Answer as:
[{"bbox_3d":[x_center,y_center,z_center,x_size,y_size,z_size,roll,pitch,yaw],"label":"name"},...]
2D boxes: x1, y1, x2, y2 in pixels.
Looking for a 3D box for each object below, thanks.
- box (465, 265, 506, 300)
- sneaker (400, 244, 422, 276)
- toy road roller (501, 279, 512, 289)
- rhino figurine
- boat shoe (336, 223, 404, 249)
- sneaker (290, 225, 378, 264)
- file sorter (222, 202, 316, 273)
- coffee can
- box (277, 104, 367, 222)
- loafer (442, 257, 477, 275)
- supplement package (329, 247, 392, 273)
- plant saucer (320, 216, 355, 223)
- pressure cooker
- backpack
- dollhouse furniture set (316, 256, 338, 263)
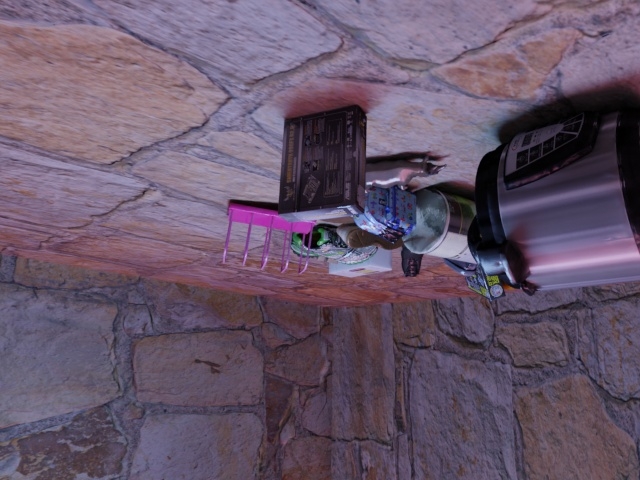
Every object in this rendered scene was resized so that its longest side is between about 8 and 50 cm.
[{"bbox_3d":[0.583,0.093,2.053,0.060,0.216,0.270,-20,-175,0],"label":"box"},{"bbox_3d":[0.398,0.086,2.376,0.109,0.130,0.286,1,165,9],"label":"sneaker"},{"bbox_3d":[0.755,0.063,2.017,0.330,0.240,0.203,12,163,-37],"label":"toy road roller"},{"bbox_3d":[0.209,-0.176,1.451,0.243,0.073,0.106,-6,167,21],"label":"rhino figurine"},{"bbox_3d":[0.196,-0.029,2.016,0.302,0.109,0.098,-3,-153,-35],"label":"boat shoe"},{"bbox_3d":[0.052,0.014,2.103,0.344,0.134,0.146,1,164,1],"label":"sneaker"},{"bbox_3d":[-0.182,0.004,1.897,0.291,0.182,0.202,10,168,-8],"label":"file sorter"},{"bbox_3d":[0.417,-0.038,1.715,0.275,0.201,0.201,10,164,-32],"label":"coffee can"},{"bbox_3d":[0.005,-0.162,1.191,0.183,0.231,0.056,-7,161,26],"label":"box"},{"bbox_3d":[0.437,0.009,1.953,0.109,0.095,0.302,-12,-142,-39],"label":"loafer"},{"bbox_3d":[0.164,0.066,2.300,0.139,0.133,0.244,12,163,-38],"label":"supplement package"},{"bbox_3d":[0.085,-0.105,1.817,0.278,0.041,0.278,0,165,0],"label":"plant saucer"},{"bbox_3d":[0.538,-0.067,1.241,0.420,0.375,0.370,-12,164,41],"label":"pressure cooker"},{"bbox_3d":[0.185,-0.093,1.641,0.173,0.158,0.117,21,151,-24],"label":"backpack"},{"bbox_3d":[0.000,0.000,2.269,0.144,0.123,0.151,13,-163,-39],"label":"dollhouse furniture set"}]
